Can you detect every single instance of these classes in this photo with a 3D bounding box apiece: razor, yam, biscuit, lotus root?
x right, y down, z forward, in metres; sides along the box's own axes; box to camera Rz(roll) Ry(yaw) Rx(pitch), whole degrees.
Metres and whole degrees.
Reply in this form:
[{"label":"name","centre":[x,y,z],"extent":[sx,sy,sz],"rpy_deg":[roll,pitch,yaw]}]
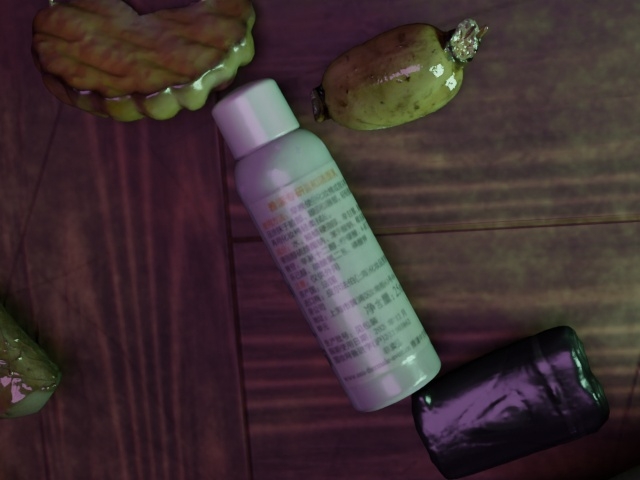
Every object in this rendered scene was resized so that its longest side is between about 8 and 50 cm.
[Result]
[{"label":"razor","centre":[0.147,0.130,0.903],"extent":[0.148,0.054,0.090],"rpy_deg":[-24,95,12]},{"label":"yam","centre":[-0.360,0.017,0.952],"extent":[0.356,0.081,0.081],"rpy_deg":[44,102,0]},{"label":"biscuit","centre":[-0.144,-0.138,0.898],"extent":[0.183,0.061,0.118],"rpy_deg":[3,58,8]},{"label":"lotus root","centre":[0.060,-0.126,0.873],"extent":[0.152,0.063,0.072],"rpy_deg":[-25,85,15]}]

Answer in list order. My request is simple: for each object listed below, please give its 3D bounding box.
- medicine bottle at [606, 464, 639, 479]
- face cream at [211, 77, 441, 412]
[{"label":"medicine bottle","centre":[0.279,0.267,0.812],"extent":[0.232,0.238,0.238],"rpy_deg":[-30,93,11]},{"label":"face cream","centre":[0.000,0.000,0.892],"extent":[0.082,0.082,0.269],"rpy_deg":[-27,93,12]}]
